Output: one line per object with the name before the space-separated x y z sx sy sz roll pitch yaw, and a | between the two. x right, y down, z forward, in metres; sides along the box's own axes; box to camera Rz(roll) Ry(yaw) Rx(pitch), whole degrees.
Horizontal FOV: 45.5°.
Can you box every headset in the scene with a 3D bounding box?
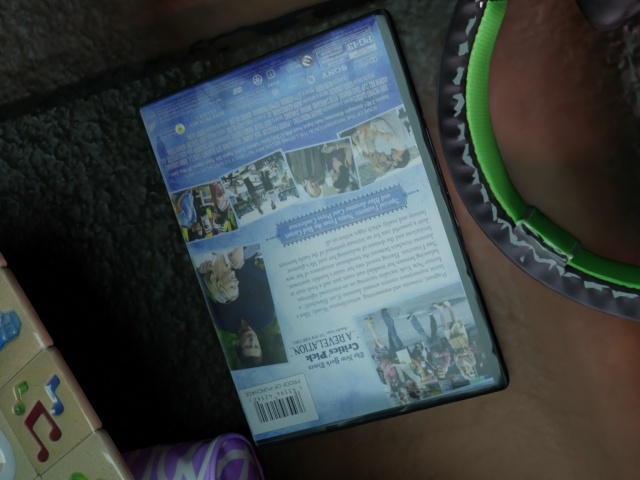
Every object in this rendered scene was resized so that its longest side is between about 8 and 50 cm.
headset | 0.232 -0.139 0.386 0.243 0.185 0.394 40 121 10

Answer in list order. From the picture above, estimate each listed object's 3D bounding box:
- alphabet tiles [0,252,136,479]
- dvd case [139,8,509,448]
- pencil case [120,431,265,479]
alphabet tiles | -0.259 0.144 0.503 0.285 0.011 0.342 -40 78 23
dvd case | 0.000 0.000 0.505 0.180 0.022 0.253 -18 93 16
pencil case | -0.139 0.194 0.536 0.206 0.088 0.086 -20 83 16
